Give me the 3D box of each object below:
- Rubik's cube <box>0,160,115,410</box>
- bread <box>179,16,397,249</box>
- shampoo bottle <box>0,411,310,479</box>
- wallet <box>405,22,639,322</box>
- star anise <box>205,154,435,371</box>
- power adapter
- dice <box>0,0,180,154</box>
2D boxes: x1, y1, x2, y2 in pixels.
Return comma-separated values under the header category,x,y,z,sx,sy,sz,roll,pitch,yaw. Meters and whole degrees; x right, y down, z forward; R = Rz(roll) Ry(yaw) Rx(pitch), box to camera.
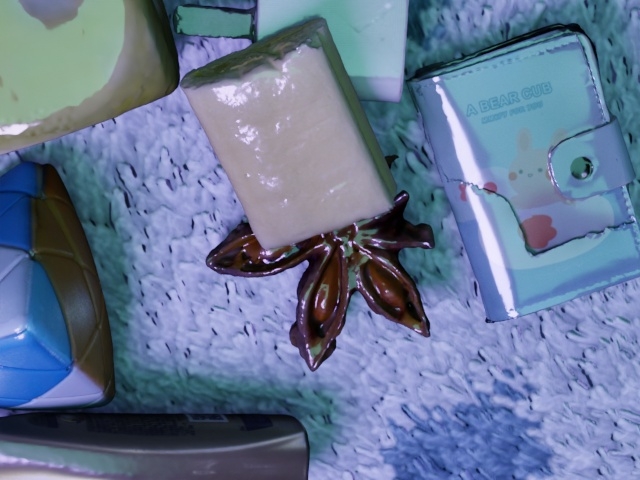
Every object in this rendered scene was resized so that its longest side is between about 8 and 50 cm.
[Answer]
category,x,y,z,sx,sy,sz,roll,pitch,yaw
Rubik's cube,-0.295,0.094,1.441,0.254,0.254,0.254,-1,100,-3
bread,-0.023,-0.085,1.346,0.139,0.060,0.178,-22,117,10
shampoo bottle,-0.189,0.198,1.438,0.350,0.125,0.084,3,93,-19
wallet,0.200,-0.064,1.471,0.176,0.075,0.250,-18,100,6
star anise,0.002,0.007,1.463,0.214,0.099,0.220,-4,98,12
power adapter,-0.029,-0.192,1.404,0.204,0.130,0.125,2,102,-5
dice,-0.258,-0.200,1.336,0.233,0.238,0.227,-18,99,1
